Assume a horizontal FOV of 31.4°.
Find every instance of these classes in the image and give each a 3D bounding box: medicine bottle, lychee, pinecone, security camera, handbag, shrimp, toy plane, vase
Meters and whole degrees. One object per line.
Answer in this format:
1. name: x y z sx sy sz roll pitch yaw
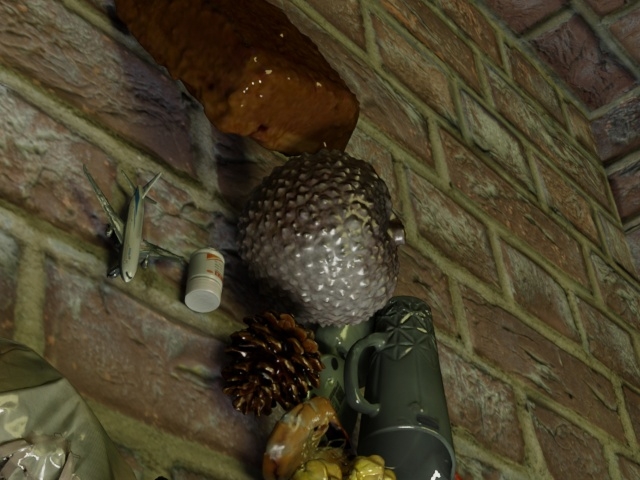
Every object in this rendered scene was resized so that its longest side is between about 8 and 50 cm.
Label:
1. medicine bottle: -0.180 0.061 1.767 0.057 0.057 0.089 41 34 -33
2. lychee: 0.002 0.002 1.880 0.300 0.300 0.300 39 35 -35
3. pinecone: -0.077 0.191 1.730 0.173 0.173 0.174 39 35 -35
4. security camera: 0.025 0.224 1.942 0.157 0.080 0.301 64 35 -28
5. handbag: -0.318 0.245 1.312 0.270 0.117 0.182 53 16 -15
6. shrimp: -0.001 0.316 1.772 0.287 0.063 0.152 16 89 -59
7. toy plane: -0.277 -0.015 1.677 0.226 0.058 0.226 46 34 -33
8. vase: 0.132 0.234 1.888 0.251 0.156 0.301 34 42 -32

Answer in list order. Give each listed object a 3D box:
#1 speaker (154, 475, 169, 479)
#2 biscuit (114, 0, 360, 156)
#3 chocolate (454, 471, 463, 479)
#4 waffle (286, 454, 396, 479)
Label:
1. speaker: -0.107 0.429 1.211 0.329 0.198 0.259 44 26 -4
2. biscuit: -0.130 -0.314 1.953 0.395 0.166 0.342 48 22 29
3. chocolate: 0.197 0.508 1.931 0.237 0.108 0.235 54 28 -15
4. waffle: 0.024 0.470 1.600 0.261 0.151 0.324 69 28 -27
